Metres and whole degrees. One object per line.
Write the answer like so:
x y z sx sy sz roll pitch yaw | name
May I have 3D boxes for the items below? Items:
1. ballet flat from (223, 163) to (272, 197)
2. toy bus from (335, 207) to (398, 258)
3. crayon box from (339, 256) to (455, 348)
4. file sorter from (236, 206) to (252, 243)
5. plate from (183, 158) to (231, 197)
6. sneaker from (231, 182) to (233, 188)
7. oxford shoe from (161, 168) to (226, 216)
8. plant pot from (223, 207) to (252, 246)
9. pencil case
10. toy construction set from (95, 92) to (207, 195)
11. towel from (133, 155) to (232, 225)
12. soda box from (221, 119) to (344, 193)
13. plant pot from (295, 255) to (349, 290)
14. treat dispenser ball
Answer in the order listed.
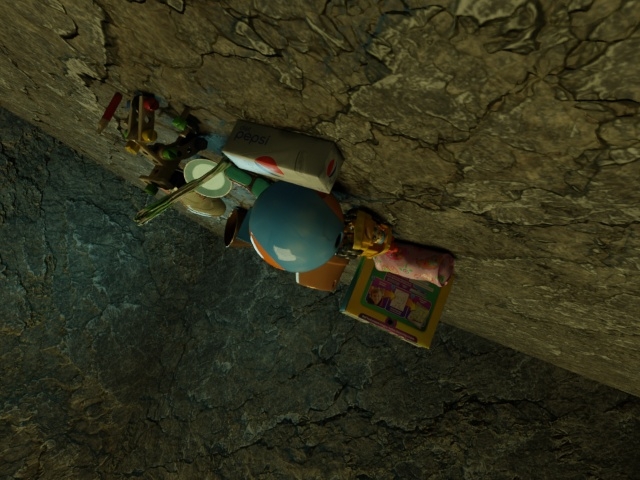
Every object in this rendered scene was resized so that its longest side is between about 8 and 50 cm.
-0.239 -0.203 1.487 0.221 0.077 0.079 29 -172 -3 | ballet flat
0.168 -0.006 1.394 0.211 0.149 0.220 12 169 -9 | toy bus
0.303 0.207 1.645 0.363 0.313 0.106 25 167 -5 | crayon box
-0.327 -0.062 2.121 0.118 0.170 0.104 21 174 14 | file sorter
-0.433 -0.244 1.614 0.188 0.024 0.188 6 138 5 | plate
-0.421 -0.259 1.675 0.158 0.061 0.065 30 -167 -20 | sneaker
-0.605 -0.223 2.016 0.146 0.140 0.397 3 160 46 | oxford shoe
-0.390 -0.050 2.310 0.230 0.215 0.215 12 177 -28 | plant pot
0.322 0.078 1.473 0.284 0.124 0.124 12 165 42 | pencil case
-0.521 -0.278 1.231 0.309 0.237 0.257 22 170 9 | toy construction set
-0.419 -0.165 1.301 0.038 0.325 0.248 56 175 -16 | towel
-0.094 -0.208 1.023 0.286 0.098 0.091 20 169 24 | soda box
-0.007 0.131 2.093 0.291 0.203 0.291 13 180 0 | plant pot
-0.071 -0.047 1.261 0.288 0.288 0.288 23 170 4 | treat dispenser ball
